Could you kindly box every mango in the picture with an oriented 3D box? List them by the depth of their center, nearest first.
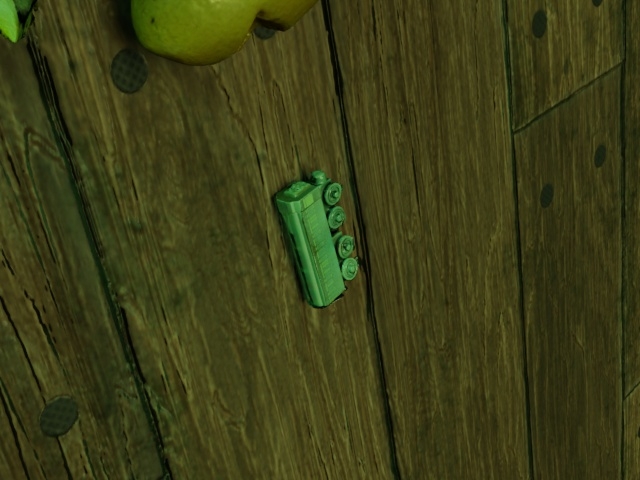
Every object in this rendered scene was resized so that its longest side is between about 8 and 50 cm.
[{"bbox_3d":[-0.056,-0.255,0.691,0.167,0.130,0.262,25,89,-42],"label":"mango"}]

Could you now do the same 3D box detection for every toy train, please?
[{"bbox_3d":[0.000,0.000,0.899,0.071,0.038,0.148,-37,127,-30],"label":"toy train"}]

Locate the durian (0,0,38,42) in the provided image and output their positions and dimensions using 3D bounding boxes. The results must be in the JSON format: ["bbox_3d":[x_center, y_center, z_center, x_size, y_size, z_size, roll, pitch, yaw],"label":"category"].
[{"bbox_3d":[-0.263,-0.216,0.512,0.220,0.095,0.137,49,31,-41],"label":"durian"}]
